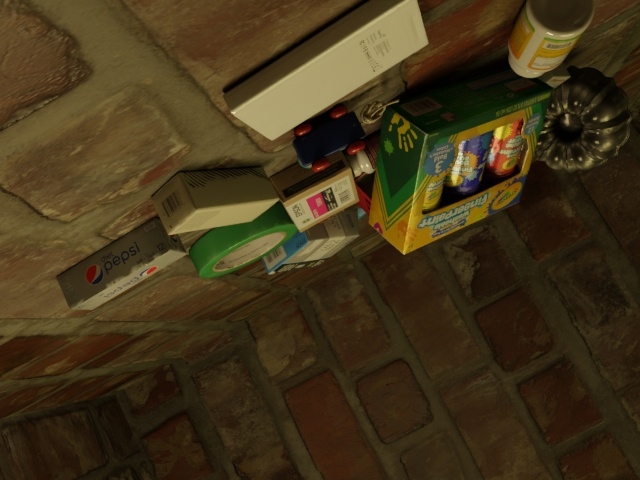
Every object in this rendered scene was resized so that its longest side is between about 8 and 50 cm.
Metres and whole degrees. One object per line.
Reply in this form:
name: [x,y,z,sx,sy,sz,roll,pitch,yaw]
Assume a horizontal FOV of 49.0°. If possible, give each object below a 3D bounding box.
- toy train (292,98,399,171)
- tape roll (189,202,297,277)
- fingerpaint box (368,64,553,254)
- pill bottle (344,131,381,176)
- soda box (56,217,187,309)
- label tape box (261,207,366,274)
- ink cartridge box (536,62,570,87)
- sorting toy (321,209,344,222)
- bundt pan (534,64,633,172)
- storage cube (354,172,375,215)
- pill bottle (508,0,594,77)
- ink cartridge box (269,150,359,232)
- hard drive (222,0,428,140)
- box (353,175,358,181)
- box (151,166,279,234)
toy train: [0.056,-0.238,1.567,0.248,0.105,0.143,-27,180,-6]
tape roll: [-0.223,0.002,2.047,0.321,0.077,0.321,-27,170,-5]
fingerpaint box: [0.362,-0.213,1.833,0.444,0.163,0.371,-22,137,-28]
pill bottle: [0.143,-0.230,1.841,0.152,0.086,0.086,-28,170,-1]
soda box: [-0.465,0.058,1.646,0.286,0.091,0.098,-30,168,9]
label tape box: [0.000,0.000,2.395,0.347,0.115,0.249,-5,156,-42]
ink cartridge box: [0.612,-0.450,2.025,0.127,0.072,0.175,-16,164,-48]
sorting toy: [0.026,-0.098,2.099,0.132,0.046,0.274,-28,172,7]
bundt pan: [0.755,-0.350,2.120,0.331,0.331,0.124,-38,180,43]
storage cube: [0.220,-0.144,2.102,0.215,0.184,0.193,-41,171,-7]
pill bottle: [0.486,-0.450,1.524,0.136,0.136,0.246,-27,170,-4]
ink cartridge box: [-0.009,-0.132,1.829,0.193,0.088,0.235,-29,161,0]
hard drive: [0.019,-0.308,1.253,0.353,0.047,0.233,-31,170,10]
box: [0.045,-0.171,2.018,0.136,0.037,0.225,-26,168,-12]
box: [-0.224,-0.091,1.538,0.113,0.094,0.275,-34,168,32]
